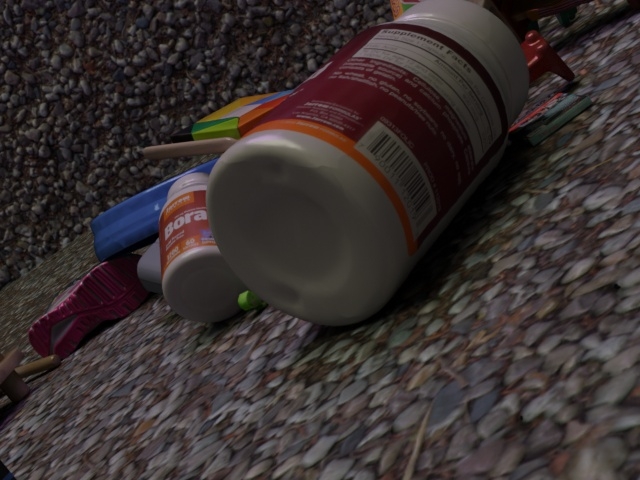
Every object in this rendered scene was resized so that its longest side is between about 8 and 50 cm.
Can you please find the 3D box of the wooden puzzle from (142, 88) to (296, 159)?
[{"bbox_3d":[-0.112,-0.175,1.715,0.221,0.044,0.239,-1,21,46],"label":"wooden puzzle"}]

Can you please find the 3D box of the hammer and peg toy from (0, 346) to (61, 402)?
[{"bbox_3d":[-0.606,0.264,1.941,0.266,0.127,0.361,-30,13,23],"label":"hammer and peg toy"}]

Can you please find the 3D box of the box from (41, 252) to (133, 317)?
[{"bbox_3d":[-0.445,0.107,2.261,0.183,0.059,0.232,-34,13,6],"label":"box"}]

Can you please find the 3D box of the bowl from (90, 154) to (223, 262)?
[{"bbox_3d":[-0.226,-0.074,2.079,0.391,0.077,0.391,-24,1,1],"label":"bowl"}]

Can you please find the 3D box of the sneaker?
[{"bbox_3d":[-0.397,0.101,2.057,0.252,0.103,0.111,-33,14,7],"label":"sneaker"}]

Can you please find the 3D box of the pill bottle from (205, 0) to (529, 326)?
[{"bbox_3d":[0.069,-0.104,1.285,0.224,0.224,0.392,-23,17,44],"label":"pill bottle"}]

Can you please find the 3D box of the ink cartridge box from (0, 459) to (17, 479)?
[{"bbox_3d":[-0.404,0.328,1.076,0.065,0.165,0.332,-22,19,45],"label":"ink cartridge box"}]

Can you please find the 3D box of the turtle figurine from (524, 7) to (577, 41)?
[{"bbox_3d":[0.296,-0.359,1.903,0.175,0.118,0.234,-49,25,-12],"label":"turtle figurine"}]

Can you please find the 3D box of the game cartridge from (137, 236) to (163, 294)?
[{"bbox_3d":[-0.131,-0.020,1.776,0.198,0.062,0.297,13,46,42],"label":"game cartridge"}]

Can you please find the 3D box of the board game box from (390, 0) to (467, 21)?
[{"bbox_3d":[0.175,-0.302,1.741,0.039,0.124,0.259,120,153,-46],"label":"board game box"}]

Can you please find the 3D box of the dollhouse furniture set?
[{"bbox_3d":[0.303,-0.288,1.598,0.201,0.152,0.374,-12,46,39],"label":"dollhouse furniture set"}]

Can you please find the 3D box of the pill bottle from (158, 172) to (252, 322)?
[{"bbox_3d":[-0.158,0.002,1.587,0.121,0.121,0.216,-33,34,13],"label":"pill bottle"}]

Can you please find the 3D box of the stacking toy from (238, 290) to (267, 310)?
[{"bbox_3d":[0.000,0.000,1.487,0.167,0.052,0.221,-25,17,42],"label":"stacking toy"}]

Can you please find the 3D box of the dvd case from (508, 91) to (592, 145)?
[{"bbox_3d":[0.268,-0.147,1.406,0.087,0.013,0.119,-36,11,-2],"label":"dvd case"}]
